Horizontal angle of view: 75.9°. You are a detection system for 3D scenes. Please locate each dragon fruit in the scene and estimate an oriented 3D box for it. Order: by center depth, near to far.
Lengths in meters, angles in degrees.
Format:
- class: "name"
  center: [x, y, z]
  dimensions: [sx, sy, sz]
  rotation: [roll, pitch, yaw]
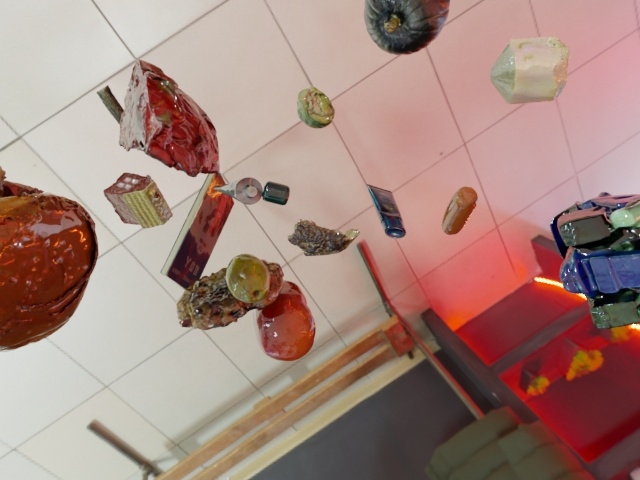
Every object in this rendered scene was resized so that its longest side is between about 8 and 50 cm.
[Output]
- class: "dragon fruit"
  center: [-0.332, -0.289, 1.018]
  dimensions: [0.286, 0.329, 0.228]
  rotation: [16, 98, -31]

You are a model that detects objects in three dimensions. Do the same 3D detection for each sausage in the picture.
- class: "sausage"
  center: [0.411, -0.084, 1.224]
  dimensions: [0.076, 0.076, 0.198]
  rotation: [-17, 151, -9]

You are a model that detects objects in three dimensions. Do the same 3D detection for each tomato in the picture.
- class: "tomato"
  center: [-0.125, 0.259, 1.328]
  dimensions: [0.179, 0.260, 0.260]
  rotation: [-7, 112, -18]

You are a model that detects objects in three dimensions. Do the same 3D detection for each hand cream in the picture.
- class: "hand cream"
  center: [-0.246, -0.160, 1.272]
  dimensions: [0.124, 0.340, 0.078]
  rotation: [-4, 101, -21]
- class: "hand cream"
  center: [0.249, -0.117, 1.544]
  dimensions: [0.120, 0.271, 0.061]
  rotation: [13, 128, -20]

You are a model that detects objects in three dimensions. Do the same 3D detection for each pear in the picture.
- class: "pear"
  center: [-0.177, 0.092, 0.996]
  dimensions: [0.107, 0.131, 0.107]
  rotation: [-26, 141, -23]

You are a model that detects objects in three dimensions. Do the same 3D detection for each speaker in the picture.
- class: "speaker"
  center: [-0.128, -0.137, 1.187]
  dimensions: [0.075, 0.094, 0.060]
  rotation: [14, 99, -9]

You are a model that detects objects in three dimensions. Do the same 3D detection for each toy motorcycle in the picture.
- class: "toy motorcycle"
  center: [0.384, -0.007, 0.515]
  dimensions: [0.331, 0.196, 0.125]
  rotation: [-23, 90, -48]

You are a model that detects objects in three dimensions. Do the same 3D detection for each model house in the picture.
- class: "model house"
  center: [-0.757, -0.166, 1.754]
  dimensions: [0.160, 0.253, 0.196]
  rotation: [-53, 142, -36]

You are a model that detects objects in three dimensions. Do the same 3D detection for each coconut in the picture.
- class: "coconut"
  center: [0.373, -0.308, 0.747]
  dimensions: [0.122, 0.116, 0.116]
  rotation: [0, 113, 12]

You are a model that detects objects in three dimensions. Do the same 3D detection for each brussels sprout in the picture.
- class: "brussels sprout"
  center: [-0.030, -0.550, 1.712]
  dimensions: [0.183, 0.145, 0.131]
  rotation: [41, 87, -27]

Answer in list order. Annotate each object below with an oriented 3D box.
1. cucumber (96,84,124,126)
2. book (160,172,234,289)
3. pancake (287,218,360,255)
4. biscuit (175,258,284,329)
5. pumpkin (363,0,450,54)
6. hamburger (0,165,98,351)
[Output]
- class: "cucumber"
  center: [-0.791, -0.503, 1.593]
  dimensions: [0.058, 0.058, 0.187]
  rotation: [-31, 111, -2]
- class: "book"
  center: [-0.448, -0.027, 1.548]
  dimensions: [0.039, 0.300, 0.428]
  rotation: [18, 72, 6]
- class: "pancake"
  center: [0.000, 0.000, 1.597]
  dimensions: [0.257, 0.056, 0.212]
  rotation: [16, 142, -6]
- class: "biscuit"
  center: [-0.270, 0.142, 1.196]
  dimensions: [0.333, 0.289, 0.081]
  rotation: [-13, 115, 15]
- class: "pumpkin"
  center: [0.233, -0.649, 1.160]
  dimensions: [0.250, 0.249, 0.216]
  rotation: [48, 61, -26]
- class: "hamburger"
  center: [-0.443, 0.020, 0.528]
  dimensions: [0.211, 0.245, 0.261]
  rotation: [19, 112, 13]
